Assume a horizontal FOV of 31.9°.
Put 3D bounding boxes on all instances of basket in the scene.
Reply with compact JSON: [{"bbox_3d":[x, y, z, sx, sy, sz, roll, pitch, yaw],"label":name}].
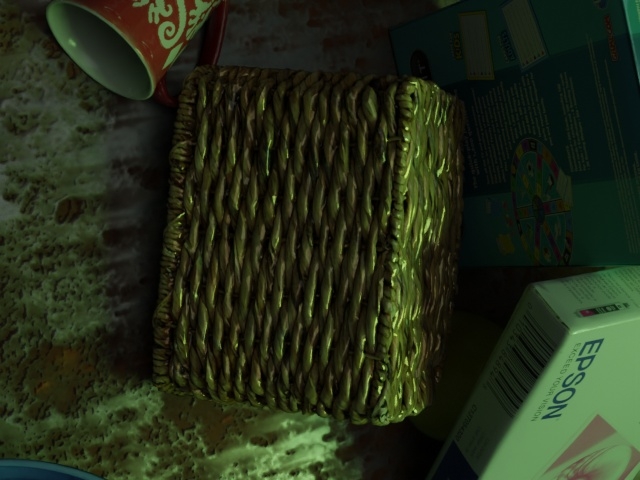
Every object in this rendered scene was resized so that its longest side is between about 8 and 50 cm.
[{"bbox_3d":[0.000,0.000,1.015,0.213,0.223,0.299,1,94,-68],"label":"basket"}]

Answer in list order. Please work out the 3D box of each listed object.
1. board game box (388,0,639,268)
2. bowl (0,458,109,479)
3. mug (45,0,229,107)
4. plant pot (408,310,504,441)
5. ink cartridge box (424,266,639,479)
[{"bbox_3d":[0.201,-0.105,1.001,0.079,0.336,0.254,-15,95,-26],"label":"board game box"},{"bbox_3d":[-0.240,0.363,0.831,0.391,0.077,0.391,1,76,-3],"label":"bowl"},{"bbox_3d":[-0.139,-0.212,0.982,0.113,0.150,0.169,29,67,15],"label":"mug"},{"bbox_3d":[0.157,0.137,1.104,0.134,0.095,0.134,1,87,-26],"label":"plant pot"},{"bbox_3d":[0.274,0.153,1.057,0.330,0.071,0.324,-7,135,-29],"label":"ink cartridge box"}]
